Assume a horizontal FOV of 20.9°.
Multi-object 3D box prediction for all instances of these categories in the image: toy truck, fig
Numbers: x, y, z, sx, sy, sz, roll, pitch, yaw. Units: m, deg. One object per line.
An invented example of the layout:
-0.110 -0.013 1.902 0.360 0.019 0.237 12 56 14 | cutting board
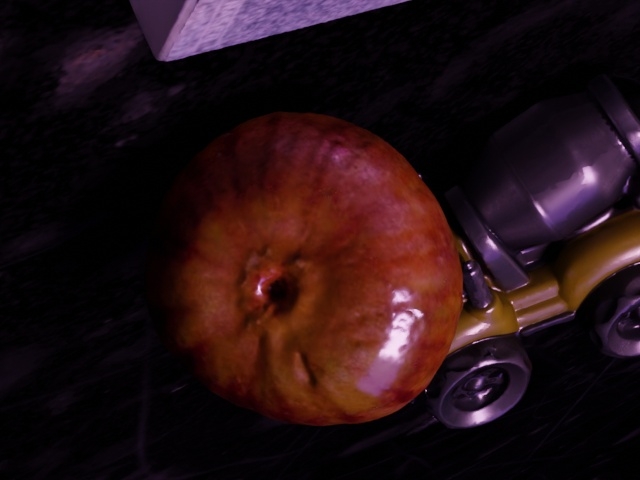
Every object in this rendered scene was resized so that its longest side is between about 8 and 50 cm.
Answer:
0.115 -0.002 1.063 0.224 0.147 0.165 -26 140 0 | toy truck
-0.017 0.011 0.864 0.149 0.148 0.202 18 179 -22 | fig

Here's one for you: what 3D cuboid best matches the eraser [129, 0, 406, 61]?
0.031 -0.131 0.664 0.212 0.046 0.092 -19 161 -32 | eraser
